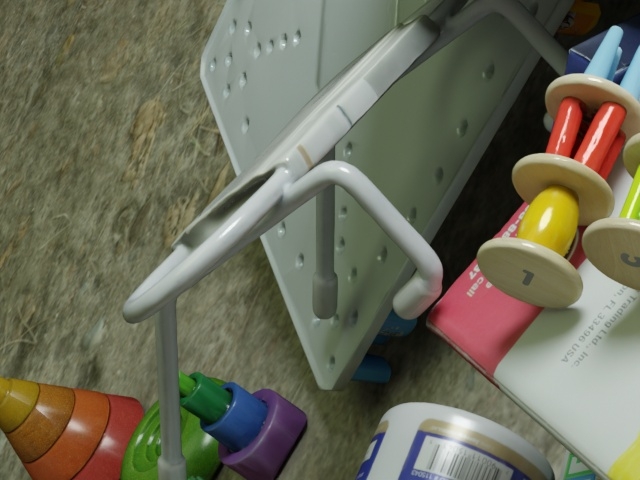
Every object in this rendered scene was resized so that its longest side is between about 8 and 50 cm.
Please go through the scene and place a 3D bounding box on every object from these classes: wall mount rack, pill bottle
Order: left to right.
[{"bbox_3d":[0.000,0.000,1.126,0.304,0.130,0.350,-36,8,45],"label":"wall mount rack"},{"bbox_3d":[0.054,0.198,1.082,0.112,0.112,0.187,-12,47,53],"label":"pill bottle"}]

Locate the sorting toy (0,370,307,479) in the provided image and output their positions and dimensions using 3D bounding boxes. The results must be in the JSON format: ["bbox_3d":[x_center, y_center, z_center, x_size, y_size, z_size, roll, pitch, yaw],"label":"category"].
[{"bbox_3d":[-0.162,0.139,1.494,0.365,0.126,0.127,-12,47,54],"label":"sorting toy"}]

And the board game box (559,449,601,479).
[{"bbox_3d":[0.179,0.133,1.056,0.103,0.026,0.154,-23,38,45],"label":"board game box"}]

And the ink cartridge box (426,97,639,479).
[{"bbox_3d":[0.260,0.043,0.855,0.279,0.160,0.384,-48,29,1],"label":"ink cartridge box"}]

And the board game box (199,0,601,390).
[{"bbox_3d":[0.047,-0.156,1.361,0.390,0.050,0.390,-62,34,33],"label":"board game box"}]

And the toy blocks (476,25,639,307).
[{"bbox_3d":[0.147,-0.045,0.892,0.123,0.054,0.148,-11,46,50],"label":"toy blocks"}]

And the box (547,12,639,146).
[{"bbox_3d":[0.188,-0.072,1.074,0.225,0.136,0.036,-29,52,-36],"label":"box"}]

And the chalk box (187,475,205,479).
[{"bbox_3d":[-0.062,0.244,1.164,0.213,0.132,0.132,-41,27,-9],"label":"chalk box"}]
